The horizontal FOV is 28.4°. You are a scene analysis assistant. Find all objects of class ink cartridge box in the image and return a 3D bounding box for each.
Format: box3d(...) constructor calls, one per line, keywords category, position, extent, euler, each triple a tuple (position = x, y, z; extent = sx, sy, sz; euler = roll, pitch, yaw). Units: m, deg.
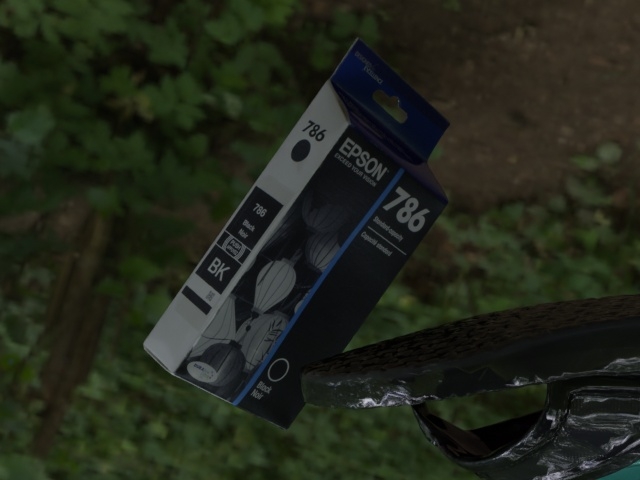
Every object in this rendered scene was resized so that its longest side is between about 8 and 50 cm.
box3d(category="ink cartridge box", position=(0.000, 0.000, 1.134), extent=(0.165, 0.333, 0.065), euler=(33, 180, -44))

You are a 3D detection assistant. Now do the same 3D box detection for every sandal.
box3d(category="sandal", position=(0.179, 0.091, 0.752), extent=(0.445, 0.107, 0.167), euler=(-9, -179, 31))

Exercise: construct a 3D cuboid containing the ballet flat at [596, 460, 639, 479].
box3d(category="ballet flat", position=(0.317, 0.134, 1.005), extent=(0.139, 0.139, 0.400), euler=(18, 153, -30))
